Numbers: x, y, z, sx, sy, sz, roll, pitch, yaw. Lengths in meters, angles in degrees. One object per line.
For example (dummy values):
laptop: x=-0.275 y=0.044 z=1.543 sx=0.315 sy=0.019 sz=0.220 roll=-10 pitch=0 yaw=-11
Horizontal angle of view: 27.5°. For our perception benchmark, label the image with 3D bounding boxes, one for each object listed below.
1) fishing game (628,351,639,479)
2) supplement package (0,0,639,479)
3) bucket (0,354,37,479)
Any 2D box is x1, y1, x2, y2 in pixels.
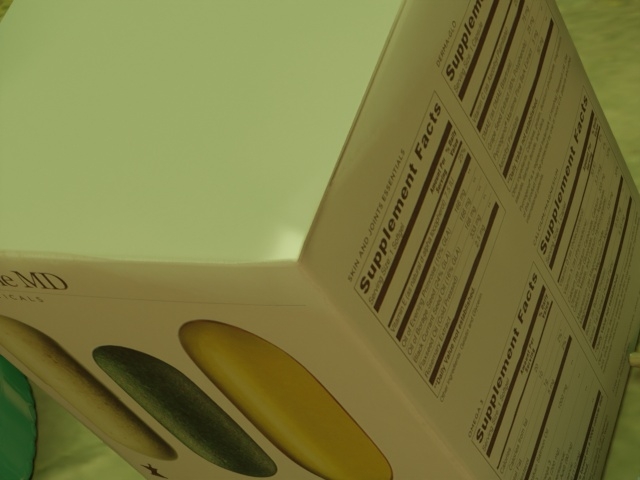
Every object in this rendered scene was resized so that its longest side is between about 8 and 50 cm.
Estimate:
fishing game: x=0.182 y=0.147 z=0.496 sx=0.189 sy=0.041 sz=0.264 roll=-2 pitch=56 yaw=31
supplement package: x=0.000 y=0.000 z=0.566 sx=0.199 sy=0.262 sz=0.198 roll=2 pitch=56 yaw=33
bucket: x=-0.307 y=0.103 z=0.726 sx=0.281 sy=0.183 sz=0.281 roll=-16 pitch=48 yaw=19
